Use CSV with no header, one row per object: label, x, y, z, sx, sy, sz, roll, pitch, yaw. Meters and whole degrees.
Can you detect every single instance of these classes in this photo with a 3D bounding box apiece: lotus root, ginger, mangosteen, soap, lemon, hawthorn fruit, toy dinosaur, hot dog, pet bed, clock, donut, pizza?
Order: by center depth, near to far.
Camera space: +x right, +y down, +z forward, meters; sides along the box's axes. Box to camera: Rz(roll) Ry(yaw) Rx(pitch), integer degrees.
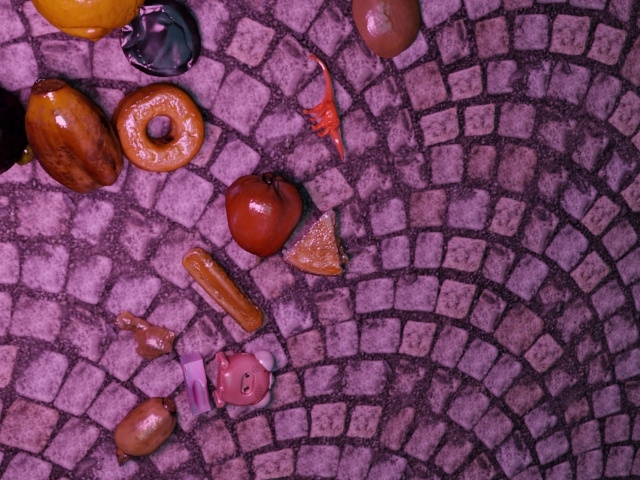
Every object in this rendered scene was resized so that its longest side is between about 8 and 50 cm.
lemon,-0.509,-0.596,1.666,0.297,0.297,0.297,-4,103,-15
mangosteen,-0.751,-0.245,1.726,0.216,0.216,0.216,-4,103,-15
lotus root,-0.566,-0.248,1.748,0.193,0.193,0.291,-31,142,-8
pet bed,-0.387,-0.488,1.845,0.201,0.053,0.201,-4,104,-16
donut,-0.390,-0.273,1.862,0.227,0.114,0.226,-4,104,-17
hawthorn fruit,-0.148,-0.046,1.952,0.199,0.199,0.251,2,112,-16
ginger,-0.460,0.251,1.988,0.165,0.067,0.096,28,94,-7
toy dinosaur,0.007,-0.342,1.994,0.101,0.055,0.279,-27,107,-19
lotus root,-0.468,0.506,2.016,0.125,0.118,0.221,43,85,-3
hot dog,-0.253,0.127,2.018,0.083,0.068,0.289,-31,115,17
soap,-0.330,0.382,2.033,0.056,0.100,0.149,-11,104,-14
pizza,0.000,0.000,2.068,0.185,0.052,0.195,16,102,-12
clock,-0.202,0.379,2.076,0.162,0.093,0.166,2,101,-20

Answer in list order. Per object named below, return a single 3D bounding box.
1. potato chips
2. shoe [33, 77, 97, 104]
potato chips,0.179,-0.580,1.984,0.195,0.062,0.208,7,98,-20
shoe,-0.605,-0.333,1.819,0.159,0.053,0.062,28,90,-17
